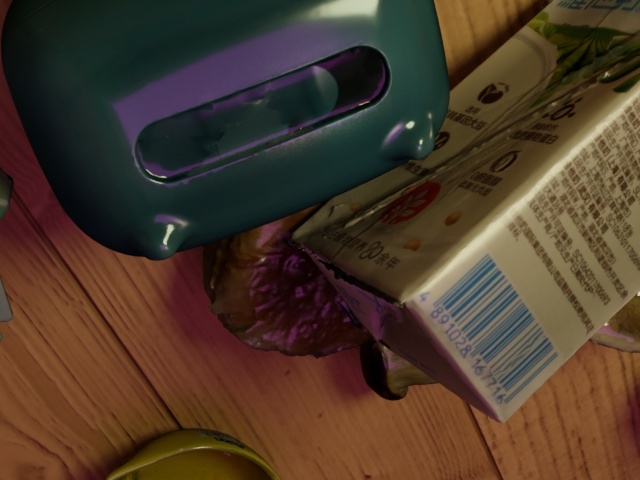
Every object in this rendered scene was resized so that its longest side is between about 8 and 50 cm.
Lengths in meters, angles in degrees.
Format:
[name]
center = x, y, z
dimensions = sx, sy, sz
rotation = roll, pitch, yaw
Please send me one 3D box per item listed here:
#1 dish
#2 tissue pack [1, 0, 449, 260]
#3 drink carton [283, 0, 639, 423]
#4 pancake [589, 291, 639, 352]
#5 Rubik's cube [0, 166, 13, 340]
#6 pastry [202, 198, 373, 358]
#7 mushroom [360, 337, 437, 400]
[dish]
center = -0.113, 0.229, 1.058
dimensions = 0.207, 0.080, 0.149
rotation = 29, 104, -31
[tissue pack]
center = -0.057, -0.114, 0.776
dimensions = 0.287, 0.206, 0.198
rotation = -21, 125, -8
[drink carton]
center = 0.159, -0.042, 0.827
dimensions = 0.324, 0.194, 0.132
rotation = -43, 117, -8
[pancake]
center = 0.272, -0.039, 0.994
dimensions = 0.282, 0.049, 0.282
rotation = -2, 95, -20
[Rubik's cube]
center = -0.317, 0.002, 0.749
dimensions = 0.224, 0.265, 0.213
rotation = 7, 125, -55
[pastry]
center = 0.000, 0.000, 0.939
dimensions = 0.182, 0.093, 0.192
rotation = 12, 109, -27
[mushroom]
center = 0.176, 0.049, 1.047
dimensions = 0.312, 0.081, 0.100
rotation = -25, 127, -6
